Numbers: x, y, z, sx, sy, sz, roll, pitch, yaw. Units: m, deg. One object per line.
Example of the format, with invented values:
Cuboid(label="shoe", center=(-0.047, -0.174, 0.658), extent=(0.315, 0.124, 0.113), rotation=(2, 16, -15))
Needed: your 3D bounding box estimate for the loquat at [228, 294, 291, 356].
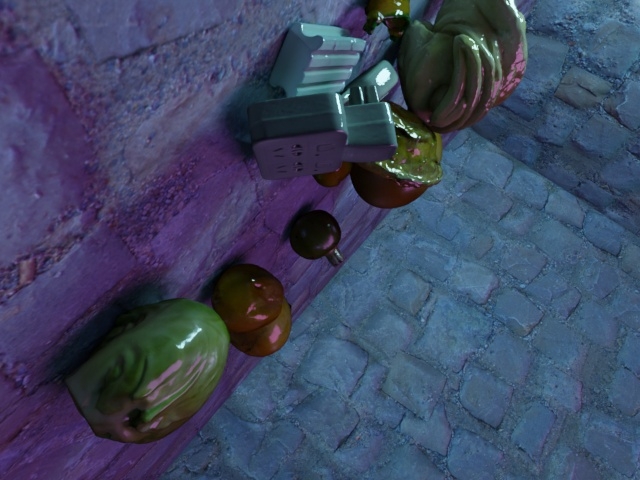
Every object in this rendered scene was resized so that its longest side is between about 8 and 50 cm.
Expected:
Cuboid(label="loquat", center=(-0.201, 0.253, 1.444), extent=(0.235, 0.235, 0.235), rotation=(-49, 168, -15))

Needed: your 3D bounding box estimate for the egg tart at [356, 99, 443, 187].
Cuboid(label="egg tart", center=(0.195, -0.266, 1.175), extent=(0.341, 0.341, 0.129), rotation=(-35, 160, -56))

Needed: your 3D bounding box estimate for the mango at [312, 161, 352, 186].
Cuboid(label="mango", center=(0.030, -0.210, 1.255), extent=(0.125, 0.111, 0.233), rotation=(-41, 180, -1))

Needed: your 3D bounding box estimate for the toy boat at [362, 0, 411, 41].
Cuboid(label="toy boat", center=(0.144, -0.473, 0.952), extent=(0.229, 0.089, 0.088), rotation=(-39, 149, -59))

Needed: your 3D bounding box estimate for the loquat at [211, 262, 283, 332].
Cuboid(label="loquat", center=(-0.200, 0.162, 1.255), extent=(0.234, 0.176, 0.187), rotation=(0, 103, -48))

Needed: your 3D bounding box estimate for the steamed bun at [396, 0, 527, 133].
Cuboid(label="steamed bun", center=(0.358, -0.468, 1.177), extent=(0.373, 0.324, 0.230), rotation=(-32, -179, 29))

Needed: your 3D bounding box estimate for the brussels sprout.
Cuboid(label="brussels sprout", center=(-0.337, 0.260, 0.930), extent=(0.328, 0.247, 0.327), rotation=(-38, 148, -30))

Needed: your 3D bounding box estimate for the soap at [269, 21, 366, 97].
Cuboid(label="soap", center=(-0.001, -0.338, 0.849), extent=(0.198, 0.067, 0.119), rotation=(-35, 159, -54))

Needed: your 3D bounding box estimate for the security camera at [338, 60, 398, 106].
Cuboid(label="security camera", center=(0.062, -0.309, 1.031), extent=(0.301, 0.080, 0.157), rotation=(-45, -162, -33))

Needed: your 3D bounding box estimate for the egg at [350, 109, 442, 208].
Cuboid(label="egg", center=(0.249, -0.268, 1.477), extent=(0.351, 0.283, 0.282), rotation=(-51, 168, -11))

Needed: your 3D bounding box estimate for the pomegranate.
Cuboid(label="pomegranate", center=(0.000, 0.000, 1.500), extent=(0.180, 0.209, 0.180), rotation=(-38, 176, -3))

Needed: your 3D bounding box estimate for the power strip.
Cuboid(label="power strip", center=(0.002, -0.214, 0.844), extent=(0.262, 0.141, 0.229), rotation=(-8, 173, -3))
